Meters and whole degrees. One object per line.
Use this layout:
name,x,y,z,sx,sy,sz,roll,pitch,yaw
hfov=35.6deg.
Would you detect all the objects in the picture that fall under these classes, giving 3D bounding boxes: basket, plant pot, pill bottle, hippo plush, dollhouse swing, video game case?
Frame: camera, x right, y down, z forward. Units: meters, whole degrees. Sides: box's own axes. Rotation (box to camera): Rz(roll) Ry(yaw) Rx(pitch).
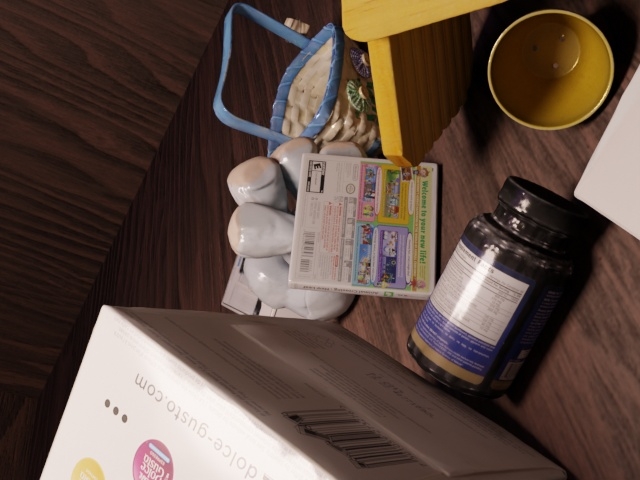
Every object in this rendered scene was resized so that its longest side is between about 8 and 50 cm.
basket,-0.033,-0.244,1.620,0.201,0.289,0.254,-46,34,48
plant pot,0.260,-0.204,1.123,0.134,0.134,0.095,-59,2,29
pill bottle,0.191,0.049,1.058,0.219,0.123,0.123,-64,22,15
hippo plush,0.000,0.000,1.496,0.236,0.294,0.234,95,-166,-56
dollhouse swing,0.214,-0.291,1.192,0.315,0.305,0.347,-10,25,32
video game case,0.062,-0.022,1.353,0.023,0.193,0.212,93,-178,-58

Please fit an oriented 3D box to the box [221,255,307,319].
box,-0.072,0.065,1.736,0.290,0.087,0.169,15,86,69

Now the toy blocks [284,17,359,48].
toy blocks,0.007,-0.493,1.737,0.309,0.289,0.260,-65,16,7

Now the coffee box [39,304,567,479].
coffee box,-0.039,0.289,0.955,0.338,0.338,0.334,30,103,37

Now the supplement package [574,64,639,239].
supplement package,0.338,-0.063,0.753,0.194,0.149,0.203,-65,22,14
